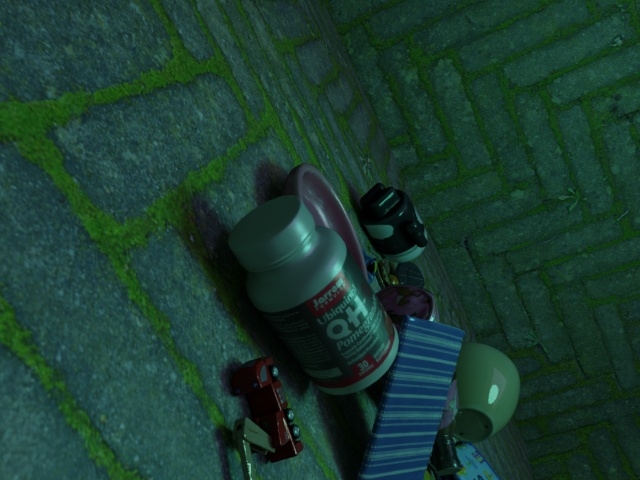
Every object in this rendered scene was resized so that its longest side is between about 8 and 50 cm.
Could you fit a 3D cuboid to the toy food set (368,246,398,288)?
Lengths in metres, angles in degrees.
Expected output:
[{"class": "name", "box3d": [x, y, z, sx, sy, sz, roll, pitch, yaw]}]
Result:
[{"class": "toy food set", "box3d": [0.209, 0.110, 1.738, 0.132, 0.038, 0.192, 35, 37, -59]}]

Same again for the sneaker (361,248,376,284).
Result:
[{"class": "sneaker", "box3d": [0.118, 0.070, 1.457, 0.069, 0.082, 0.209, 61, 17, -14]}]

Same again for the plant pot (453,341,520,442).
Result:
[{"class": "plant pot", "box3d": [0.432, 0.464, 1.598, 0.284, 0.284, 0.191, 62, 25, -17]}]

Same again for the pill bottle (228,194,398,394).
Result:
[{"class": "pill bottle", "box3d": [-0.012, 0.088, 0.904, 0.318, 0.176, 0.176, 58, 20, -29]}]

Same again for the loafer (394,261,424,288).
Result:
[{"class": "loafer", "box3d": [0.283, 0.186, 1.817, 0.109, 0.095, 0.302, 17, 34, -11]}]

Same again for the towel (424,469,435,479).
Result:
[{"class": "towel", "box3d": [0.239, 0.574, 1.313, 0.237, 0.021, 0.102, 54, 19, -35]}]

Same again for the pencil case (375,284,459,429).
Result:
[{"class": "pencil case", "box3d": [0.202, 0.266, 1.220, 0.167, 0.160, 0.386, -58, 141, -37]}]

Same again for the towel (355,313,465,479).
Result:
[{"class": "towel", "box3d": [0.169, 0.315, 1.051, 0.243, 0.040, 0.336, 20, 85, -50]}]

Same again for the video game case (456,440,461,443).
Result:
[{"class": "video game case", "box3d": [0.450, 0.750, 1.703, 0.274, 0.026, 0.196, 7, 63, -69]}]

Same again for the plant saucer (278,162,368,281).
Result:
[{"class": "plant saucer", "box3d": [0.000, 0.000, 1.194, 0.332, 0.084, 0.332, 55, 21, -33]}]

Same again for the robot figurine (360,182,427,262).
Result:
[{"class": "robot figurine", "box3d": [0.239, -0.055, 1.798, 0.278, 0.173, 0.209, 55, 24, -33]}]

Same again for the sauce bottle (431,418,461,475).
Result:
[{"class": "sauce bottle", "box3d": [0.303, 0.447, 1.495, 0.111, 0.111, 0.344, 46, 28, -50]}]

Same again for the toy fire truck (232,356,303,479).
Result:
[{"class": "toy fire truck", "box3d": [-0.079, 0.256, 0.723, 0.135, 0.047, 0.192, 1, 67, -69]}]

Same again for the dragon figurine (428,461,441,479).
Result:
[{"class": "dragon figurine", "box3d": [0.229, 0.562, 1.137, 0.289, 0.085, 0.144, -70, 148, -46]}]

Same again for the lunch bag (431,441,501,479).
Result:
[{"class": "lunch bag", "box3d": [0.418, 0.680, 1.514, 0.221, 0.138, 0.293, 10, 49, -54]}]
